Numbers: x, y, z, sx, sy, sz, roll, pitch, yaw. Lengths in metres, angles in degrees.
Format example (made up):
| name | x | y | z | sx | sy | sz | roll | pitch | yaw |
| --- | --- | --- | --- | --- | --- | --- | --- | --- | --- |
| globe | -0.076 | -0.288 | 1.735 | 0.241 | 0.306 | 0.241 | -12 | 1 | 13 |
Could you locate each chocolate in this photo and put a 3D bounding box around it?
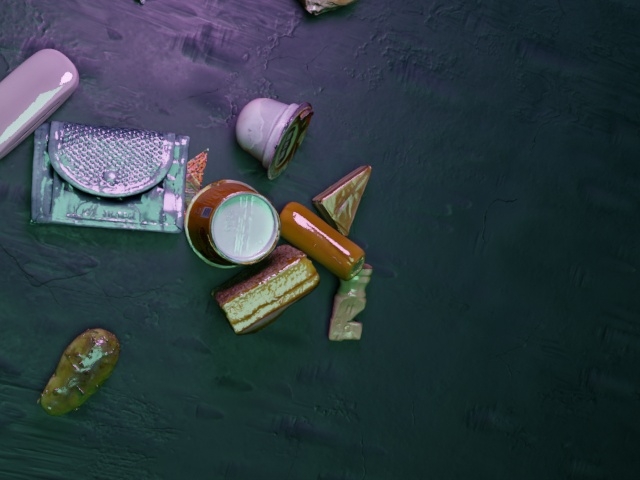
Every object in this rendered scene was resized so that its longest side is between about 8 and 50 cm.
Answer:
| name | x | y | z | sx | sy | sz | roll | pitch | yaw |
| --- | --- | --- | --- | --- | --- | --- | --- | --- | --- |
| chocolate | -0.119 | -0.264 | 1.801 | 0.147 | 0.221 | 0.221 | 35 | 82 | 9 |

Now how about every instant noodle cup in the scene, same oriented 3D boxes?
| name | x | y | z | sx | sy | sz | roll | pitch | yaw |
| --- | --- | --- | --- | --- | --- | --- | --- | --- | --- |
| instant noodle cup | -0.192 | -0.033 | 1.773 | 0.216 | 0.172 | 0.215 | -2 | 95 | -21 |

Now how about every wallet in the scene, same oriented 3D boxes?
| name | x | y | z | sx | sy | sz | roll | pitch | yaw |
| --- | --- | --- | --- | --- | --- | --- | --- | --- | --- |
| wallet | -0.473 | -0.141 | 1.735 | 0.342 | 0.075 | 0.237 | 4 | 87 | -16 |

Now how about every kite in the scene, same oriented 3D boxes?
| name | x | y | z | sx | sy | sz | roll | pitch | yaw |
| --- | --- | --- | --- | --- | --- | --- | --- | --- | --- |
| kite | -0.337 | -0.115 | 1.815 | 0.125 | 0.008 | 0.222 | 6 | 91 | -15 |

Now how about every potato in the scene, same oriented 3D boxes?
| name | x | y | z | sx | sy | sz | roll | pitch | yaw |
| --- | --- | --- | --- | --- | --- | --- | --- | --- | --- |
| potato | -0.541 | 0.298 | 1.731 | 0.117 | 0.090 | 0.225 | 40 | 81 | -15 |

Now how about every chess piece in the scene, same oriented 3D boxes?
| name | x | y | z | sx | sy | sz | roll | pitch | yaw |
| --- | --- | --- | --- | --- | --- | --- | --- | --- | --- |
| chess piece | 0.072 | 0.155 | 1.923 | 0.090 | 0.090 | 0.200 | 8 | 98 | -17 |

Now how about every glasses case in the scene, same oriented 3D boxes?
| name | x | y | z | sx | sy | sz | roll | pitch | yaw |
| --- | --- | --- | --- | --- | --- | --- | --- | --- | --- |
| glasses case | -0.654 | -0.292 | 1.664 | 0.113 | 0.075 | 0.297 | 44 | 81 | 3 |

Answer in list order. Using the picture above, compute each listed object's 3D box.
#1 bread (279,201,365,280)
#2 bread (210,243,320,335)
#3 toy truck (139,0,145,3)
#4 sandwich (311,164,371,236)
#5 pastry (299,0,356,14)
| name | x | y | z | sx | sy | sz | roll | pitch | yaw |
| --- | --- | --- | --- | --- | --- | --- | --- | --- | --- |
| bread | 0.000 | 0.000 | 1.847 | 0.239 | 0.074 | 0.092 | 35 | 80 | 9 |
| bread | -0.129 | 0.116 | 1.799 | 0.234 | 0.184 | 0.110 | -33 | 106 | -11 |
| toy truck | -0.397 | -0.583 | 1.758 | 0.032 | 0.024 | 0.083 | 31 | 86 | -39 |
| sandwich | 0.078 | -0.098 | 1.906 | 0.163 | 0.079 | 0.113 | -37 | 105 | -14 |
| pastry | 0.014 | -0.679 | 1.828 | 0.236 | 0.121 | 0.257 | -38 | 104 | -12 |
